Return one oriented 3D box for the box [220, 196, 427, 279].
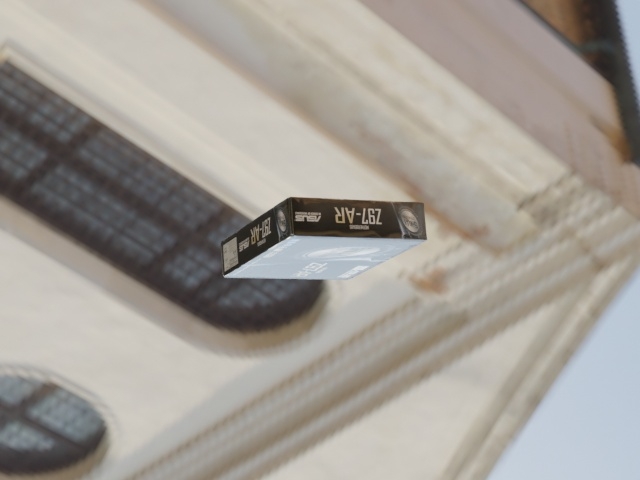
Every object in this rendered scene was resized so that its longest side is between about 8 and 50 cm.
[{"bbox_3d":[0.000,0.000,0.778,0.083,0.067,0.018,151,-62,-61],"label":"box"}]
